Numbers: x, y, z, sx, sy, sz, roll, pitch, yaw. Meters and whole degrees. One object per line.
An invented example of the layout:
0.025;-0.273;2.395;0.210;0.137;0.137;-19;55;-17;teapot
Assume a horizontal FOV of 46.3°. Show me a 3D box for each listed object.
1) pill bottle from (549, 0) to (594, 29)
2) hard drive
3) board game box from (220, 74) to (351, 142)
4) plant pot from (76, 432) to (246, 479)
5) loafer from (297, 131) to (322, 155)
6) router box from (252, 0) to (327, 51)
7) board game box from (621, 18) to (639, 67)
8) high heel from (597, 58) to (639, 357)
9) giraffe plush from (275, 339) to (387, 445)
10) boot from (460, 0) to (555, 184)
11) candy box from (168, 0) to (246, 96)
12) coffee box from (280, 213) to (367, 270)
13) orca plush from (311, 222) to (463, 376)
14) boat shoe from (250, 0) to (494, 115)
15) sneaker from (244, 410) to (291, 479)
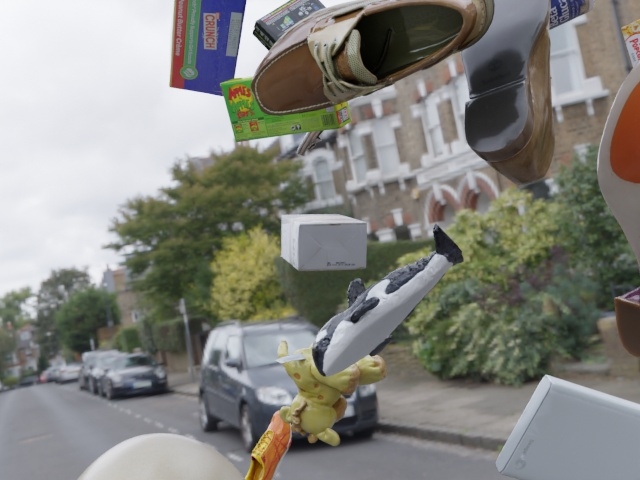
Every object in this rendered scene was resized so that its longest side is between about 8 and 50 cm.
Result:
0.383;-0.412;1.319;0.169;0.094;0.094;-25;-6;6;pill bottle
0.499;0.373;1.349;0.308;0.203;0.040;18;20;-12;hard drive
-0.052;-0.203;1.097;0.181;0.092;0.043;-3;20;29;board game box
-0.227;0.400;0.920;0.284;0.284;0.191;-12;-3;11;plant pot
-0.008;-0.235;1.648;0.039;0.125;0.045;30;22;-4;loafer
-0.035;-0.339;1.210;0.122;0.092;0.038;-39;-7;-26;router box
0.571;-0.265;1.204;0.147;0.193;0.045;-18;1;-31;board game box
0.436;-0.050;0.901;0.181;0.377;0.127;-18;27;-29;high heel
0.005;0.287;1.404;0.210;0.170;0.181;-2;17;-24;giraffe plush
0.252;-0.210;0.963;0.112;0.305;0.115;-9;-32;38;boot
-0.193;-0.456;1.292;0.122;0.317;0.268;4;-38;-13;candy box
0.000;0.000;1.583;0.141;0.098;0.246;-1;6;-12;coffee box
0.083;0.080;1.167;0.287;0.102;0.151;-50;-32;6;orca plush
0.047;-0.235;0.915;0.324;0.122;0.120;-19;19;29;boat shoe
-0.112;0.454;1.626;0.064;0.175;0.067;5;-20;41;sneaker
